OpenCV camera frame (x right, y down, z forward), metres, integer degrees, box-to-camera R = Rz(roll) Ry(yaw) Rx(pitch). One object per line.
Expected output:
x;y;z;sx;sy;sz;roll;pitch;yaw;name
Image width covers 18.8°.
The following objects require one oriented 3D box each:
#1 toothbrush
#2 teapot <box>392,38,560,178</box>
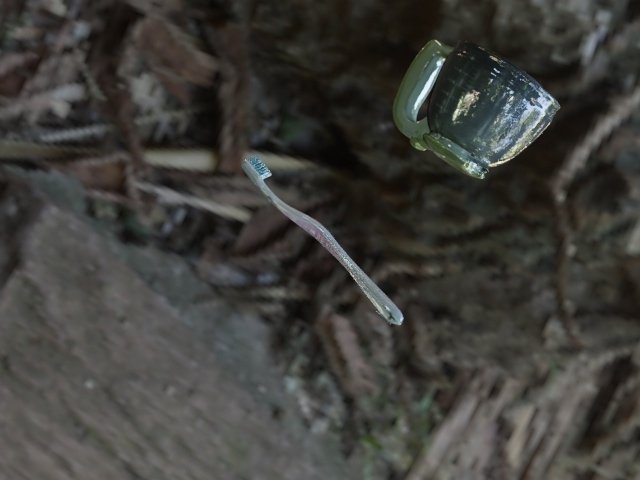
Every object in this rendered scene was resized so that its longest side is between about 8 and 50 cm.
0.000;0.000;1.673;0.022;0.204;0.017;-35;162;-24;toothbrush
0.115;-0.096;1.469;0.092;0.124;0.091;35;90;-19;teapot
